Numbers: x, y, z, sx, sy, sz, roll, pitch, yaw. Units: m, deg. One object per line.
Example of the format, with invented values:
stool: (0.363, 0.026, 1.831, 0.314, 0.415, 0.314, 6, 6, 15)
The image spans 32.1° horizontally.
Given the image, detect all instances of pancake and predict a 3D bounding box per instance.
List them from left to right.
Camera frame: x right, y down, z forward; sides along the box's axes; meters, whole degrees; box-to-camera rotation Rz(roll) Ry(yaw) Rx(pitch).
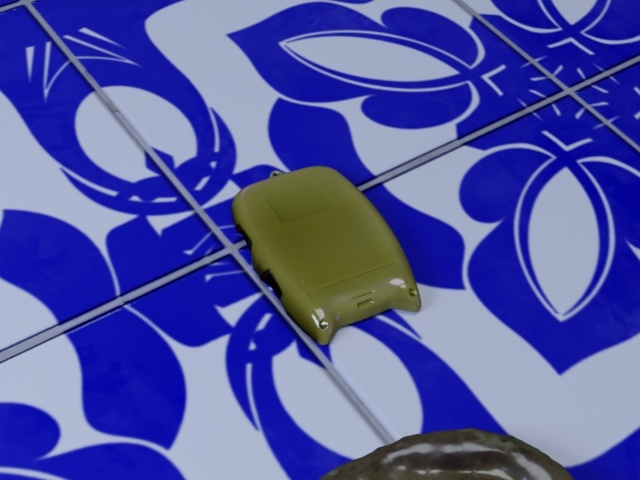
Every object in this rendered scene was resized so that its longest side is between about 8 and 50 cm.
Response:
pancake: (0.117, 0.280, 0.934, 0.294, 0.049, 0.294, 3, 50, -3)

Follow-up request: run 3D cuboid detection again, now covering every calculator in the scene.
calculator: (0.000, 0.000, 1.182, 0.157, 0.033, 0.236, -20, 51, -20)
